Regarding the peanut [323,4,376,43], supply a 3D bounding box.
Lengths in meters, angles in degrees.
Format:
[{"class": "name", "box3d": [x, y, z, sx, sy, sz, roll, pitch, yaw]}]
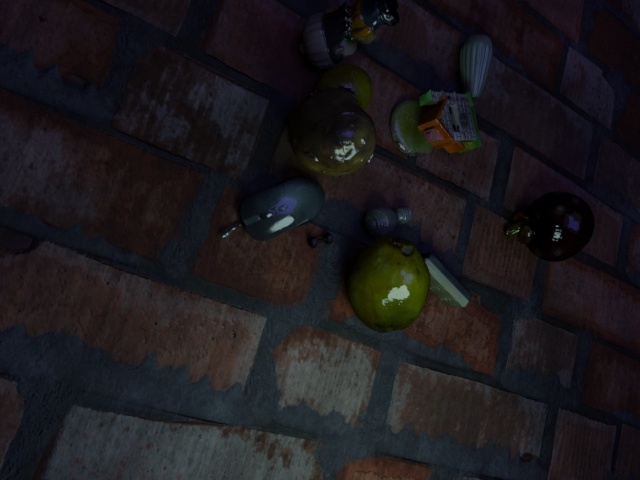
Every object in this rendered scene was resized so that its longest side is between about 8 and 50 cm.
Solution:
[{"class": "peanut", "box3d": [0.104, -0.764, 1.685, 0.214, 0.099, 0.099, 9, 81, -19]}]

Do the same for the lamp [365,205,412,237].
[{"class": "lamp", "box3d": [0.239, -0.073, 1.680, 0.193, 0.106, 0.106, -14, 91, -37]}]

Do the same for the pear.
[{"class": "pear", "box3d": [0.223, 0.145, 1.566, 0.269, 0.269, 0.321, -10, 108, -27]}]

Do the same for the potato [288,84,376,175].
[{"class": "potato", "box3d": [0.020, -0.307, 1.438, 0.301, 0.289, 0.237, 59, 26, -15]}]

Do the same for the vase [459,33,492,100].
[{"class": "vase", "box3d": [0.620, -0.689, 1.921, 0.128, 0.128, 0.248, 5, 91, -26]}]

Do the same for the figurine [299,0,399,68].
[{"class": "figurine", "box3d": [0.077, -0.686, 1.530, 0.204, 0.332, 0.185, 20, 59, -29]}]

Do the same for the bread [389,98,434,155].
[{"class": "bread", "box3d": [0.360, -0.426, 1.808, 0.228, 0.033, 0.228, 3, 83, -28]}]

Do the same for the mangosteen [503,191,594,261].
[{"class": "mangosteen", "box3d": [0.937, -0.064, 1.931, 0.293, 0.297, 0.297, 35, 65, 21]}]

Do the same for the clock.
[{"class": "clock", "box3d": [0.472, -0.445, 1.800, 0.255, 0.106, 0.220, -9, 89, -38]}]

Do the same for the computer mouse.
[{"class": "computer mouse", "box3d": [-0.138, -0.092, 1.494, 0.379, 0.090, 0.167, -29, 97, -25]}]

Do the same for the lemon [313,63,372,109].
[{"class": "lemon", "box3d": [0.080, -0.491, 1.588, 0.248, 0.184, 0.184, -35, 101, -21]}]

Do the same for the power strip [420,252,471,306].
[{"class": "power strip", "box3d": [0.431, 0.144, 1.747, 0.256, 0.105, 0.070, 45, 67, -15]}]

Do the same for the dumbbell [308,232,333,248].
[{"class": "dumbbell", "box3d": [0.000, 0.000, 1.580, 0.083, 0.040, 0.036, -14, 122, -27]}]
